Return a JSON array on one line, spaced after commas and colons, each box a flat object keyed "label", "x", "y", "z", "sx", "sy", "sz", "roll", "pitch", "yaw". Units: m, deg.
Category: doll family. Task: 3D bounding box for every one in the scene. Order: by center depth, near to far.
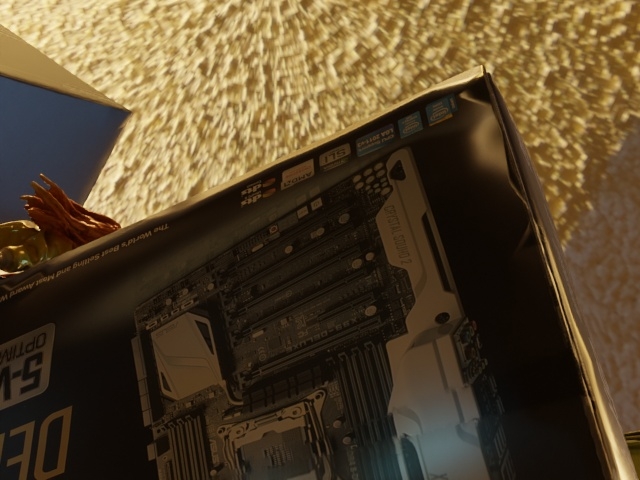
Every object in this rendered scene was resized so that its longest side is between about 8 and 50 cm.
[{"label": "doll family", "x": -0.211, "y": 0.032, "z": 0.795, "sx": 0.163, "sy": 0.263, "sz": 0.118, "roll": -1, "pitch": -70, "yaw": 9}]

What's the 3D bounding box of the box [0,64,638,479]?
[{"label": "box", "x": -0.042, "y": 0.083, "z": 0.488, "sx": 0.307, "sy": 0.242, "sz": 0.076, "roll": -23, "pitch": -52, "yaw": 14}]

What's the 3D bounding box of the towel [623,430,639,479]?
[{"label": "towel", "x": 0.095, "y": 0.151, "z": 0.783, "sx": 0.237, "sy": 0.021, "sz": 0.102, "roll": -4, "pitch": -36, "yaw": 10}]

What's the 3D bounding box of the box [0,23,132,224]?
[{"label": "box", "x": -0.447, "y": -0.166, "z": 1.365, "sx": 0.312, "sy": 0.343, "sz": 0.179, "roll": 33, "pitch": -79, "yaw": 25}]
